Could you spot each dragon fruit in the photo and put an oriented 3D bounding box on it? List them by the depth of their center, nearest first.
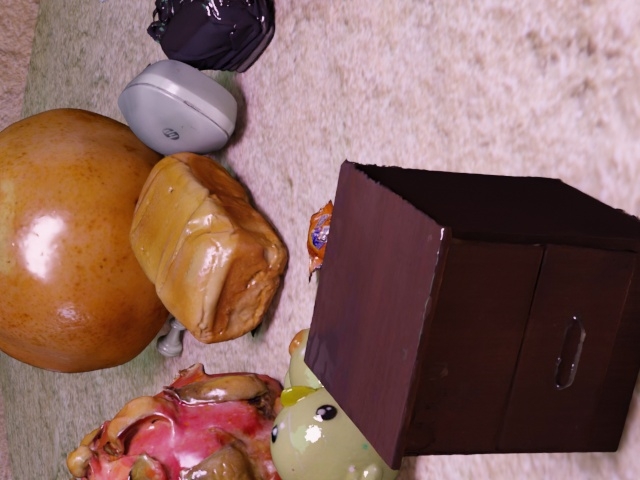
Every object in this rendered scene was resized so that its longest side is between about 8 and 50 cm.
[{"bbox_3d":[-0.179,0.293,1.368,0.314,0.262,0.296,145,126,-61],"label":"dragon fruit"}]

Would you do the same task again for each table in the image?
[{"bbox_3d":[0.119,0.050,0.813,0.172,0.193,0.169,-138,56,-60],"label":"table"}]

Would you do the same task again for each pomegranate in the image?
[{"bbox_3d":[-0.400,-0.001,1.767,0.416,0.416,0.417,-177,90,-66],"label":"pomegranate"}]

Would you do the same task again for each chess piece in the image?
[{"bbox_3d":[-0.227,0.138,1.775,0.093,0.042,0.042,-64,32,29],"label":"chess piece"}]

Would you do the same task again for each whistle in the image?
[{"bbox_3d":[0.007,0.138,1.128,0.141,0.141,0.294,126,140,-51],"label":"whistle"}]

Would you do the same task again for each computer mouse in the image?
[{"bbox_3d":[-0.216,-0.170,1.628,0.097,0.159,0.288,-65,18,-17],"label":"computer mouse"}]

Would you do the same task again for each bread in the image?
[{"bbox_3d":[-0.158,0.007,1.500,0.167,0.132,0.294,-60,31,16],"label":"bread"}]

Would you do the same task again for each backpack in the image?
[{"bbox_3d":[-0.167,-0.365,1.548,0.206,0.133,0.258,-31,70,56],"label":"backpack"}]

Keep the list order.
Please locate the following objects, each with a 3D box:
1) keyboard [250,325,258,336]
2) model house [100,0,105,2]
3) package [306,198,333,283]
[{"bbox_3d":[-0.108,0.042,1.550,0.198,0.010,0.064,-113,34,-45],"label":"keyboard"},{"bbox_3d":[-0.179,-0.476,1.314,0.300,0.340,0.324,59,180,-28],"label":"model house"},{"bbox_3d":[-0.001,-0.001,1.288,0.111,0.033,0.077,133,125,-62],"label":"package"}]
